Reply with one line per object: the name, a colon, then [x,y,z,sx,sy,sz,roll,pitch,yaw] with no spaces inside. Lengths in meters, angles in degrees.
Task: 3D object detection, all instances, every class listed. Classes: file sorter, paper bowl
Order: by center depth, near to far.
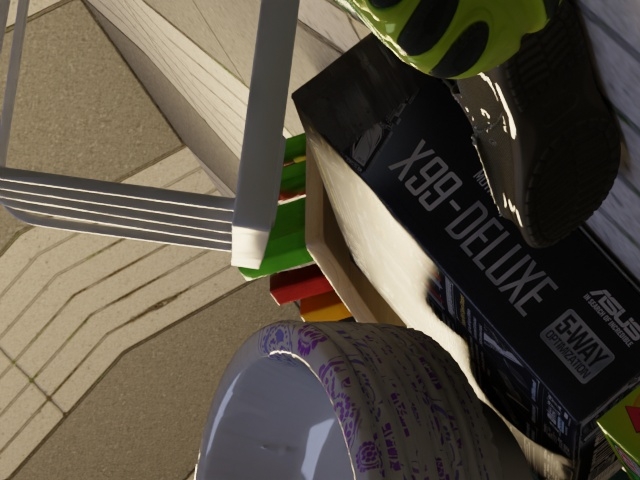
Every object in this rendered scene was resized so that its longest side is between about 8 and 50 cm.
file sorter: [-0.100,-0.100,0.853,0.173,0.192,0.277,8,175,-2]
paper bowl: [0.033,0.192,1.007,0.284,0.148,0.284,-178,90,-66]

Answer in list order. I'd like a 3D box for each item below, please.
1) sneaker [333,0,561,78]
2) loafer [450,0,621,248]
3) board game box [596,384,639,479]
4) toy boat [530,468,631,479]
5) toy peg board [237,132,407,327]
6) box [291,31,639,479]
sneaker: [-0.025,-0.171,0.517,0.123,0.109,0.295,38,166,53]
loafer: [0.088,-0.055,0.673,0.050,0.056,0.148,48,164,38]
board game box: [0.193,0.111,0.672,0.181,0.092,0.043,55,173,-36]
toy boat: [0.173,0.244,1.125,0.267,0.148,0.318,38,-147,-4]
toy peg board: [0.000,0.000,1.240,0.160,0.079,0.161,56,-155,-42]
box: [0.102,0.031,0.988,0.242,0.076,0.307,50,174,19]
